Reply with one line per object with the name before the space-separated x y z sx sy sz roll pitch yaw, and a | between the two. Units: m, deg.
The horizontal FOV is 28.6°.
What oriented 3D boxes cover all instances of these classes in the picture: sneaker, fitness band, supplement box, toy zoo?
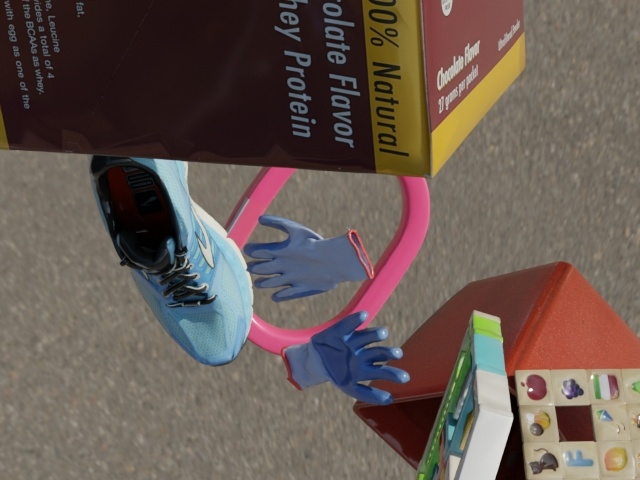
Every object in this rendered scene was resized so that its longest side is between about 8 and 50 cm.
sneaker | -0.086 0.006 0.661 0.063 0.162 0.073 -17 28 13
fitness band | 0.000 0.000 1.474 0.209 0.054 0.291 33 96 -15
supplement box | -0.034 -0.139 0.474 0.194 0.191 0.129 5 26 23
toy zoo | 0.120 0.195 1.095 0.030 0.293 0.192 17 107 1

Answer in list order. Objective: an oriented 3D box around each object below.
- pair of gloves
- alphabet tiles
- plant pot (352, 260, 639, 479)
pair of gloves | 0.000 0.064 1.153 0.023 0.159 0.198 -33 105 -42
alphabet tiles | 0.311 0.249 1.317 0.198 0.009 0.237 0 68 -8
plant pot | 0.252 0.181 1.555 0.267 0.267 0.235 45 54 -21
